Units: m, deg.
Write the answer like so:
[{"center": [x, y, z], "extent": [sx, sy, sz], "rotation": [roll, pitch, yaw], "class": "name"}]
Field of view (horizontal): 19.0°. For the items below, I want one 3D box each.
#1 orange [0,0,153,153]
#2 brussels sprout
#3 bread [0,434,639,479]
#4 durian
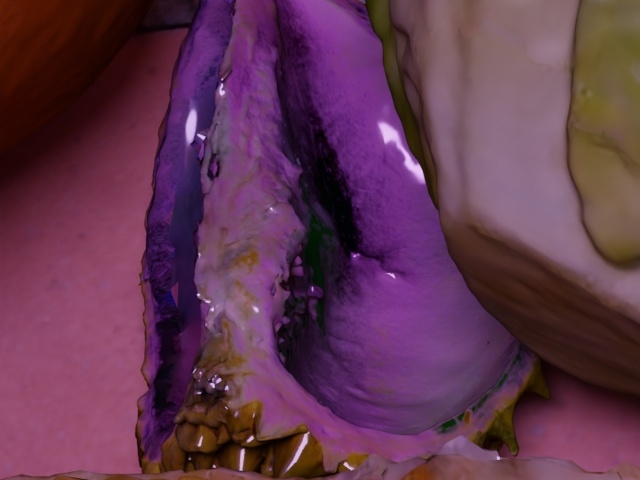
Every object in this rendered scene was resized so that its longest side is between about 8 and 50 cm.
[{"center": [-0.262, -0.148, 0.779], "extent": [0.424, 0.424, 0.326], "rotation": [-33, 93, 0], "class": "orange"}, {"center": [0.132, -0.088, 0.676], "extent": [0.227, 0.259, 0.294], "rotation": [9, 64, 26], "class": "brussels sprout"}, {"center": [0.002, 0.223, 0.554], "extent": [0.315, 0.248, 0.279], "rotation": [-12, 55, 20], "class": "bread"}, {"center": [0.005, 0.010, 0.755], "extent": [0.186, 0.154, 0.260], "rotation": [14, 53, 3], "class": "durian"}]
